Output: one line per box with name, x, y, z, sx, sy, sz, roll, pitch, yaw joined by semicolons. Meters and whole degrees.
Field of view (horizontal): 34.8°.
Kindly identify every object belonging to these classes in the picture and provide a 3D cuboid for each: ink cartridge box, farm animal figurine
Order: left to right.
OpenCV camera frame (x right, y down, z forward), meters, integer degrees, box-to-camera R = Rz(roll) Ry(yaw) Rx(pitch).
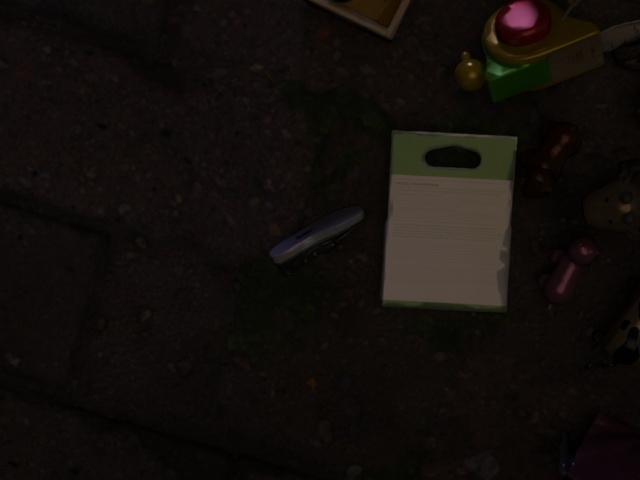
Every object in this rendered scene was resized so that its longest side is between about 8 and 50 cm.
ink cartridge box;0.169;-0.025;1.363;0.171;0.056;0.235;3;95;1
farm animal figurine;0.415;-0.027;1.294;0.326;0.172;0.330;-27;96;5

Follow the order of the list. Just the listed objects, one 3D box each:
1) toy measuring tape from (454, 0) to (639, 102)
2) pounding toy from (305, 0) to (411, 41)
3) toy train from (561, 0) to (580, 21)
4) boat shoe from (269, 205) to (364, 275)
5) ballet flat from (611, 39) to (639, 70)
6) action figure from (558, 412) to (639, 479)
toy measuring tape;0.321;-0.273;1.293;0.330;0.121;0.121;-21;96;6
pounding toy;0.103;-0.362;1.299;0.181;0.094;0.206;26;98;-1
toy train;0.304;-0.393;1.251;0.143;0.105;0.248;36;70;9
boat shoe;0.000;0.000;1.380;0.142;0.049;0.040;-28;115;7
ballet flat;0.500;-0.273;1.314;0.249;0.058;0.084;-13;98;4
action figure;0.486;0.342;1.306;0.370;0.275;0.248;10;92;15
